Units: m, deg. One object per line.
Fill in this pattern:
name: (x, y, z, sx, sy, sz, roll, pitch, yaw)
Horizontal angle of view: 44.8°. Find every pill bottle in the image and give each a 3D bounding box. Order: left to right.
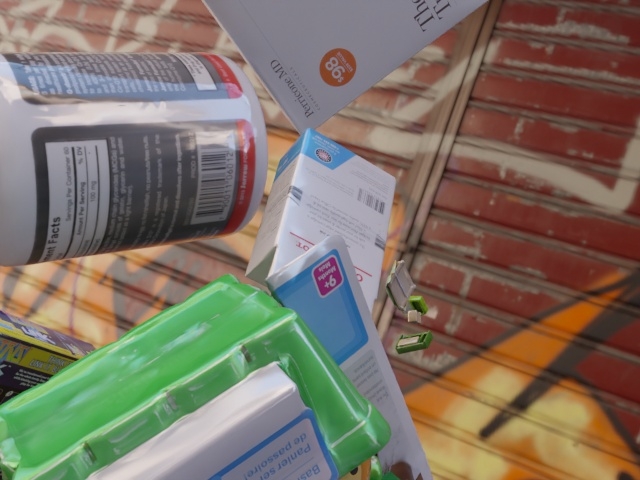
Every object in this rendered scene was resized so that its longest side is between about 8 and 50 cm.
pill bottle: (-0.255, -0.086, 0.794, 0.362, 0.210, 0.210, -8, 13, -33)

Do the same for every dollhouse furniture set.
dollhouse furniture set: (0.131, 0.112, 1.290, 0.058, 0.076, 0.152, -15, -68, 32)

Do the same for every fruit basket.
fruit basket: (-0.050, 0.221, 0.534, 0.165, 0.327, 0.353, 12, -52, 61)

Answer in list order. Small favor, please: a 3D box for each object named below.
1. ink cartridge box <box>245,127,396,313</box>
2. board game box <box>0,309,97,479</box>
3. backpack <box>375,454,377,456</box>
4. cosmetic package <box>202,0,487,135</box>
ink cartridge box: (0.000, 0.000, 0.694, 0.104, 0.180, 0.060, 29, -40, -19)
board game box: (-0.264, 0.131, 0.621, 0.048, 0.141, 0.170, 35, -6, 28)
backpack: (-0.075, 0.263, 0.976, 0.273, 0.290, 0.355, -27, 19, -22)
cosmetic package: (-0.019, -0.353, 0.887, 0.377, 0.284, 0.097, 52, 5, -28)
